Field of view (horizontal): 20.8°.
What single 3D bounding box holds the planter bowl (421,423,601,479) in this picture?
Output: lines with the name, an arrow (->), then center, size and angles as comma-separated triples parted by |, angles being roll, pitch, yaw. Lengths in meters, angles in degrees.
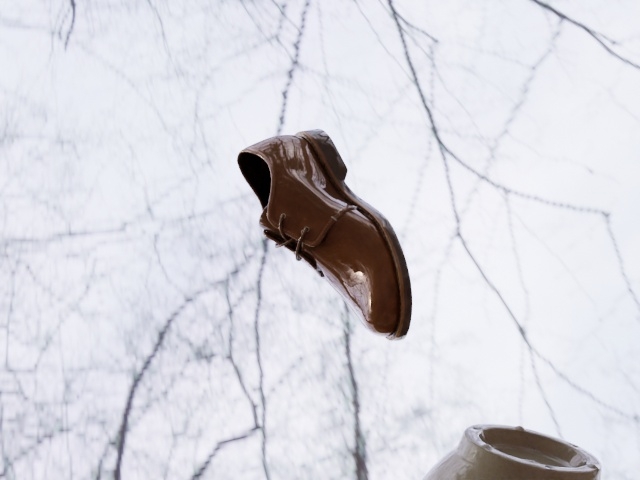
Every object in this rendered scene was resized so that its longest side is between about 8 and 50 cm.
planter bowl -> 0.133, 0.190, 1.190 | 0.162, 0.162, 0.109 | 11, -80, -13

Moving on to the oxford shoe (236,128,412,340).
oxford shoe -> 0.000, 0.000, 1.237 | 0.076, 0.212, 0.076 | -7, -51, -26
